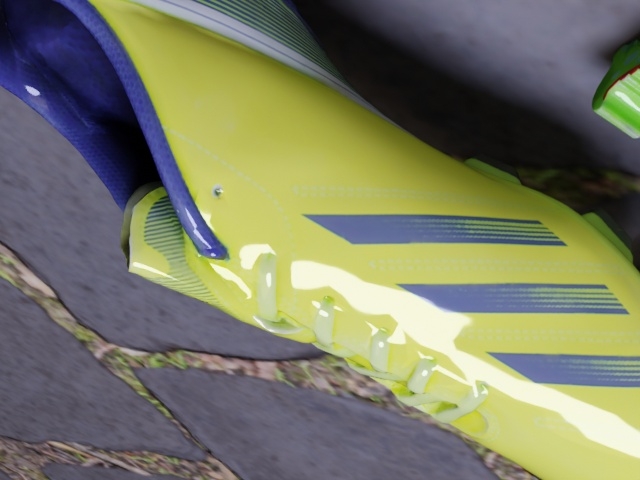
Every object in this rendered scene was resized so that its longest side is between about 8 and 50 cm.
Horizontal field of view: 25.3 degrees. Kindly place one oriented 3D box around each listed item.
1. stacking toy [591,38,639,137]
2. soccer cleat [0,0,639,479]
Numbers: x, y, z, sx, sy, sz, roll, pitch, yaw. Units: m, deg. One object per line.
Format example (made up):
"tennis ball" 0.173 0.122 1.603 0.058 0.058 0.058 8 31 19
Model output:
"stacking toy" 0.132 0.021 0.506 0.167 0.052 0.221 32 150 -10
"soccer cleat" -0.001 0.000 0.448 0.289 0.121 0.093 42 141 1
